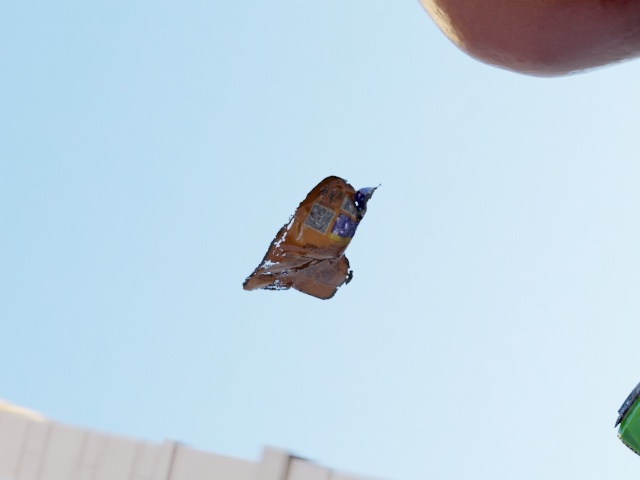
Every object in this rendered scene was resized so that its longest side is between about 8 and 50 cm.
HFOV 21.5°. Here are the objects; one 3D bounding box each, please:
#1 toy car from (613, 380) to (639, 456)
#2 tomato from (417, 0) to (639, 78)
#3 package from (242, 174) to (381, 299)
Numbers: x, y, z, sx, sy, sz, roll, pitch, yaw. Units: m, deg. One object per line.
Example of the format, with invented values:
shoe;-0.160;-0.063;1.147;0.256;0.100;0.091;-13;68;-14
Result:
toy car;0.262;0.142;1.047;0.071;0.165;0.062;-52;9;7
tomato;0.178;-0.253;1.214;0.226;0.298;0.299;-51;-39;-62
package;0.000;0.001;1.175;0.077;0.033;0.111;-2;-51;-49
